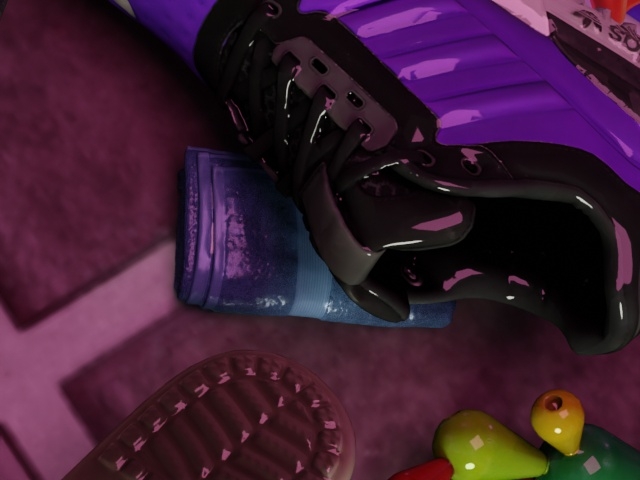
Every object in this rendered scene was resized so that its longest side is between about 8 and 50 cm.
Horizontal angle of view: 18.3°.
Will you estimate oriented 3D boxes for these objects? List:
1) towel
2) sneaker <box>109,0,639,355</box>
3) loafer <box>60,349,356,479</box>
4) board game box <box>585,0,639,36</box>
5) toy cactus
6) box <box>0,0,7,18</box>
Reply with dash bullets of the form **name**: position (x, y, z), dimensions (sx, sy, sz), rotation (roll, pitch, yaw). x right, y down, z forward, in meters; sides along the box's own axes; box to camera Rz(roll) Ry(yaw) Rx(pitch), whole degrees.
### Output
- **towel**: position (0.000, 0.000, 0.810), dimensions (0.119, 0.029, 0.067), rotation (6, 71, -20)
- **sneaker**: position (0.018, -0.051, 0.762), dimensions (0.293, 0.102, 0.146), rotation (27, 53, -1)
- **loafer**: position (-0.093, 0.150, 0.688), dimensions (0.268, 0.092, 0.102), rotation (-35, 60, -13)
- **board game box**: position (0.205, -0.114, 0.902), dimensions (0.347, 0.078, 0.233), rotation (32, 64, -8)
- **toy cactus**: position (0.142, 0.120, 0.795), dimensions (0.219, 0.112, 0.180), rotation (36, 53, 3)
- **box**: position (-0.135, -0.114, 0.692), dimensions (0.060, 0.216, 0.270), rotation (23, 66, -15)
